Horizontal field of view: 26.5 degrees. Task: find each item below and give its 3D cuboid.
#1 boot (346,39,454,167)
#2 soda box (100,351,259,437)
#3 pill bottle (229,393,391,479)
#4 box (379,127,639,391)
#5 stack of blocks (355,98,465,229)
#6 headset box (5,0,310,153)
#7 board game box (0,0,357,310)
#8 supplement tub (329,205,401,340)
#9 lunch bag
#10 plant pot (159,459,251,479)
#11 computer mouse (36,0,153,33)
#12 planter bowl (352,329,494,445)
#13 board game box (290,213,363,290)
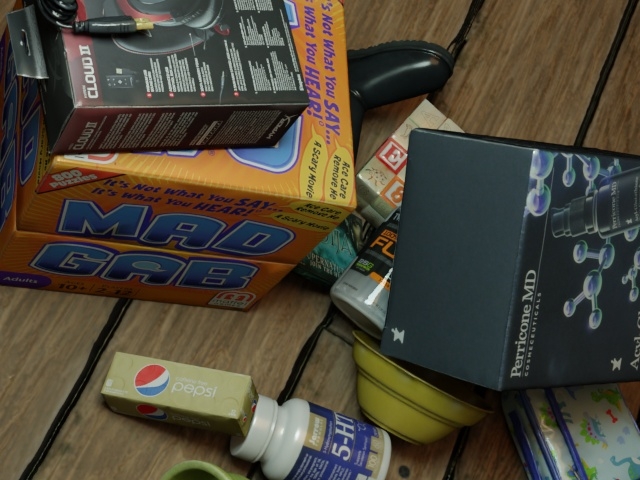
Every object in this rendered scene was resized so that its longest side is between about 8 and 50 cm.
[{"bbox_3d":[0.060,-0.175,1.926,0.246,0.094,0.207,-1,58,21],"label":"boot"},{"bbox_3d":[-0.172,0.190,1.672,0.181,0.058,0.061,9,59,15],"label":"soda box"},{"bbox_3d":[-0.015,0.265,1.733,0.186,0.112,0.112,22,60,-16],"label":"pill bottle"},{"bbox_3d":[0.300,0.022,1.766,0.395,0.212,0.294,1,99,-42],"label":"box"},{"bbox_3d":[0.197,-0.038,1.970,0.297,0.087,0.171,43,65,-1],"label":"stack of blocks"},{"bbox_3d":[-0.183,-0.213,1.443,0.293,0.110,0.218,-5,69,-28],"label":"headset box"},{"bbox_3d":[-0.197,-0.152,1.690,0.356,0.356,0.356,7,64,-23],"label":"board game box"},{"bbox_3d":[0.111,0.034,1.828,0.117,0.117,0.190,39,78,-5],"label":"supplement tub"},{"bbox_3d":[0.362,0.279,1.925,0.176,0.090,0.219,-11,72,-26],"label":"lunch bag"},{"bbox_3d":[-0.043,0.392,1.595,0.253,0.276,0.276,4,66,-37],"label":"plant pot"},{"bbox_3d":[-0.178,-0.298,1.382,0.262,0.060,0.184,-7,66,-28],"label":"computer mouse"},{"bbox_3d":[0.116,0.211,1.807,0.217,0.217,0.090,27,94,-12],"label":"planter bowl"},{"bbox_3d":[0.000,0.000,1.859,0.186,0.026,0.126,27,53,-50],"label":"board game box"}]
